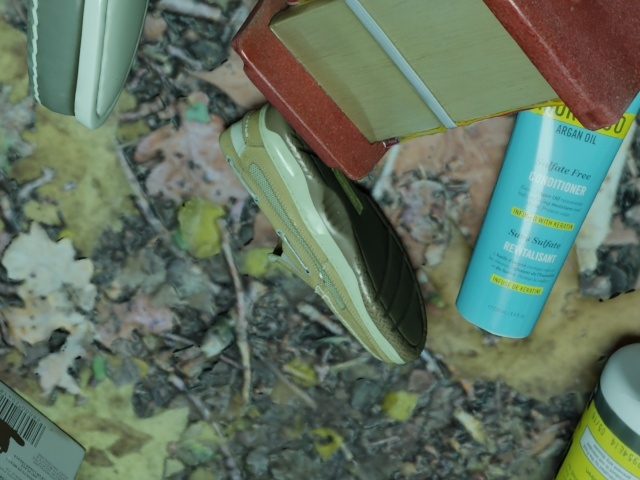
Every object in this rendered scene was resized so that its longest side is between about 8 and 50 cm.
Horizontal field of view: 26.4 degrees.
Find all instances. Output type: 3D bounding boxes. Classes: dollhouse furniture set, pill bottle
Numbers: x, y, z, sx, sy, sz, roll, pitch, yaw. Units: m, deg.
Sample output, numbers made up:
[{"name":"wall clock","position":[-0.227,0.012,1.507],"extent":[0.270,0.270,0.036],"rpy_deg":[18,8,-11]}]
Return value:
[{"name":"dollhouse furniture set","position":[0.000,-0.212,0.634],"extent":[0.374,0.152,0.201],"rpy_deg":[48,150,-24]},{"name":"pill bottle","position":[0.207,0.182,0.898],"extent":[0.119,0.119,0.208],"rpy_deg":[17,117,-2]}]

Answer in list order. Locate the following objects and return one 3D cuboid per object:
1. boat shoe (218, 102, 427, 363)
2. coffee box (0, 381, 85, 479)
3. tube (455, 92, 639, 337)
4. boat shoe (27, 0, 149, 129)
[{"name":"boat shoe","position":[0.000,0.000,0.868],"extent":[0.072,0.068,0.190],"rpy_deg":[-22,103,30]},{"name":"coffee box","position":[-0.263,0.218,0.899],"extent":[0.098,0.246,0.141],"rpy_deg":[43,114,-14]},{"name":"tube","position":[0.142,-0.041,0.838],"extent":[0.080,0.052,0.207],"rpy_deg":[13,112,-12]},{"name":"boat shoe","position":[-0.138,-0.213,0.749],"extent":[0.091,0.109,0.305],"rpy_deg":[9,111,3]}]
